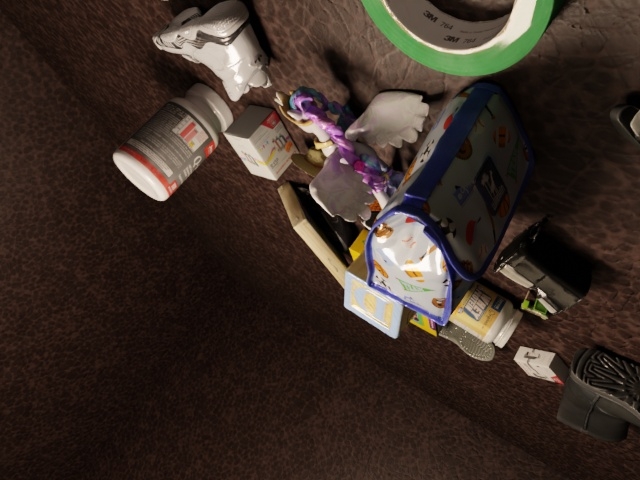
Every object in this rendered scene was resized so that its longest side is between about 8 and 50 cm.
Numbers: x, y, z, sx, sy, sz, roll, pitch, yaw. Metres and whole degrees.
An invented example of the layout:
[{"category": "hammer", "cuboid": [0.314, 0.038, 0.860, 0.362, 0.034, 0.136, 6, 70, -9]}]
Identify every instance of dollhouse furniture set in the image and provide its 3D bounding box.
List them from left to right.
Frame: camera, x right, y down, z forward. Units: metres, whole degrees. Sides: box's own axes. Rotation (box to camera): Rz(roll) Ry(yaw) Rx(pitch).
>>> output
[{"category": "dollhouse furniture set", "cuboid": [0.591, 0.170, 1.370, 0.076, 0.059, 0.151, 22, 176, 21]}]

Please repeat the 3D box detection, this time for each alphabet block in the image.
[{"category": "alphabet block", "cuboid": [0.200, 0.123, 1.455, 0.193, 0.197, 0.193, 31, 147, 23]}]

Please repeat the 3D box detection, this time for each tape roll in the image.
[{"category": "tape roll", "cuboid": [0.190, -0.391, 0.724, 0.321, 0.077, 0.321, 33, 160, 13]}]

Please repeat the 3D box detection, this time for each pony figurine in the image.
[{"category": "pony figurine", "cuboid": [0.079, -0.190, 1.158, 0.351, 0.303, 0.363, 35, 177, 38]}]

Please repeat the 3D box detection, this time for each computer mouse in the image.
[{"category": "computer mouse", "cuboid": [0.037, -0.080, 1.735, 0.272, 0.072, 0.188, 57, 163, -22]}]

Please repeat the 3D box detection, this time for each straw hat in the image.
[{"category": "straw hat", "cuboid": [-0.008, -0.237, 1.453, 0.144, 0.144, 0.061, 34, 119, 12]}]

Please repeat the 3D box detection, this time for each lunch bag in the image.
[{"category": "lunch bag", "cuboid": [0.249, -0.062, 0.987, 0.238, 0.328, 0.386, 25, 156, 22]}]

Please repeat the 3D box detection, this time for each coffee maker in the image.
[{"category": "coffee maker", "cuboid": [0.507, 0.064, 1.130, 0.178, 0.120, 0.171, 36, 160, 5]}]

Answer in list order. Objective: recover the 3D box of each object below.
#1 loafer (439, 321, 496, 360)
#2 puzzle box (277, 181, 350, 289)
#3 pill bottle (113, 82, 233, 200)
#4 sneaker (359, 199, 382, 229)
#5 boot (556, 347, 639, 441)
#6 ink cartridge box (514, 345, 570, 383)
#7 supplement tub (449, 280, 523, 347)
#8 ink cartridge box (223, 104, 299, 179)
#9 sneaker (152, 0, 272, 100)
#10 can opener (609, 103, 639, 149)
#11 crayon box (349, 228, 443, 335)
[{"category": "loafer", "cuboid": [0.530, 0.350, 1.825, 0.087, 0.095, 0.251, 22, -173, -45]}, {"category": "puzzle box", "cuboid": [0.000, 0.000, 1.806, 0.409, 0.052, 0.272, 52, -172, -36]}, {"category": "pill bottle", "cuboid": [-0.459, -0.321, 1.618, 0.210, 0.363, 0.210, 34, 160, 14]}, {"category": "sneaker", "cuboid": [0.218, -0.023, 1.299, 0.262, 0.099, 0.121, 21, 158, 38]}, {"category": "boot", "cuboid": [0.872, 0.506, 1.439, 0.367, 0.146, 0.445, 33, 159, 35]}, {"category": "ink cartridge box", "cuboid": [0.712, 0.400, 1.628, 0.099, 0.056, 0.135, 44, 160, -20]}, {"category": "supplement tub", "cuboid": [0.473, 0.209, 1.488, 0.199, 0.144, 0.144, 31, 160, 18]}, {"category": "ink cartridge box", "cuboid": [-0.175, -0.293, 1.529, 0.127, 0.128, 0.176, 21, 156, 40]}, {"category": "sneaker", "cuboid": [-0.272, -0.469, 1.284, 0.365, 0.137, 0.210, 14, 147, 43]}, {"category": "can opener", "cuboid": [0.550, -0.110, 0.758, 0.280, 0.074, 0.093, 45, -166, -14]}, {"category": "crayon box", "cuboid": [0.283, 0.150, 1.757, 0.313, 0.106, 0.363, 28, 158, 30]}]
